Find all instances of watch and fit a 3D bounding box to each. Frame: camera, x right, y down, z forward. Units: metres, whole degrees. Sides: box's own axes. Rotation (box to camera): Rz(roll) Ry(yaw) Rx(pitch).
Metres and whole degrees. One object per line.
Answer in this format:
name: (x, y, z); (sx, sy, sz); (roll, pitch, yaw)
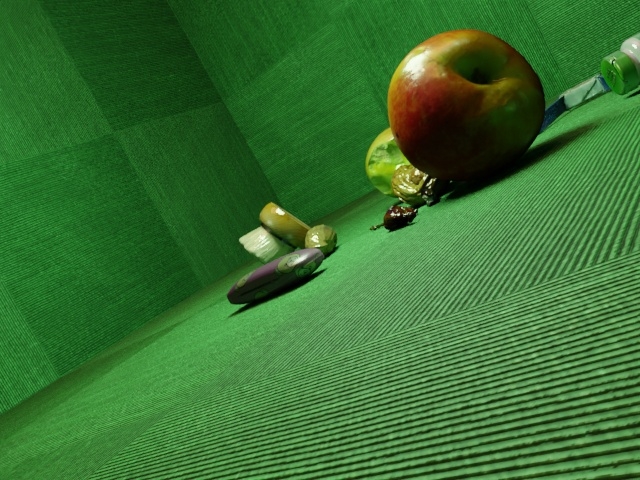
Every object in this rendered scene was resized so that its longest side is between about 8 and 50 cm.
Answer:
watch: (0.774, -0.418, 2.055); (0.276, 0.068, 0.274); (-27, 9, 21)

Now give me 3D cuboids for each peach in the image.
peach: (0.343, -0.317, 1.641); (0.388, 0.388, 0.388); (-29, 4, 2)

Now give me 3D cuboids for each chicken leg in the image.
chicken leg: (0.196, -0.059, 1.649); (0.093, 0.053, 0.205); (-13, 11, 12)

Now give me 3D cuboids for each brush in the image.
brush: (-0.102, 0.010, 2.053); (0.174, 0.267, 0.166); (37, 96, 47)

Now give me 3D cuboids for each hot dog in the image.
hot dog: (0.303, -0.183, 1.908); (0.196, 0.122, 0.272); (-26, 4, 27)

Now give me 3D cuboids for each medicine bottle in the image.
medicine bottle: (0.848, -0.473, 1.655); (0.274, 0.133, 0.133); (-29, 4, 4)

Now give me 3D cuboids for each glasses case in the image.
glasses case: (-0.119, 0.093, 1.679); (0.316, 0.075, 0.123); (-25, 5, 43)

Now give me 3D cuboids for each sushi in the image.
sushi: (0.286, -0.118, 1.726); (0.044, 0.046, 0.083); (-28, 4, 5)

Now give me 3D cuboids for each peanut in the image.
peanut: (-0.001, 0.000, 1.920); (0.194, 0.093, 0.083); (-36, -32, -76)

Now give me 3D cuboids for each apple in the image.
apple: (0.268, -0.253, 2.213); (0.226, 0.246, 0.246); (-36, 1, 23)

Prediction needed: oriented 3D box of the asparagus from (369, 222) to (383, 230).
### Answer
asparagus: (0.181, -0.048, 1.813); (0.016, 0.013, 0.166); (-19, -1, -31)
